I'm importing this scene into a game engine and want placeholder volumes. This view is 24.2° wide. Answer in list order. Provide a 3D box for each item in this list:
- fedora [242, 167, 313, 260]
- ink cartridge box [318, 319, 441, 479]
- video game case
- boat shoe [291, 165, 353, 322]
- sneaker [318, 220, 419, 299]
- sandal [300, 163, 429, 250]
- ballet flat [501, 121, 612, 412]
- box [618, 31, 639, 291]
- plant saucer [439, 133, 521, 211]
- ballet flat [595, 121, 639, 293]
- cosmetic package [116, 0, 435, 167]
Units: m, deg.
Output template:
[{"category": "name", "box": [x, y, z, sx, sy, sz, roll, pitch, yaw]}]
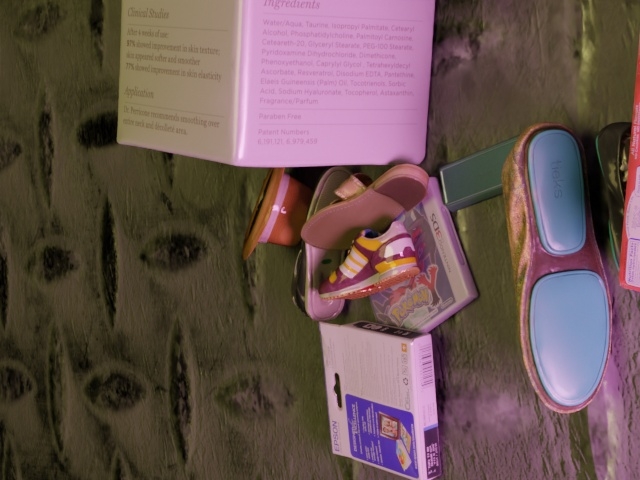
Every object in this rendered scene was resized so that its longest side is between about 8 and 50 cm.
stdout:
[{"category": "fedora", "box": [-0.057, -0.044, 2.260, 0.194, 0.079, 0.194, -161, 90, -84]}, {"category": "ink cartridge box", "box": [0.084, 0.221, 2.113, 0.208, 0.045, 0.206, 8, 107, 51]}, {"category": "video game case", "box": [0.127, 0.038, 2.084, 0.201, 0.023, 0.183, -41, 59, 47]}, {"category": "boat shoe", "box": [0.000, 0.000, 2.210, 0.079, 0.084, 0.233, -149, 64, -61]}, {"category": "sneaker", "box": [0.063, 0.030, 2.098, 0.185, 0.069, 0.084, -22, 76, 43]}, {"category": "sandal", "box": [0.070, -0.064, 2.100, 0.240, 0.088, 0.079, -31, 35, 45]}, {"category": "ballet flat", "box": [0.280, 0.032, 1.810, 0.123, 0.123, 0.348, -9, 85, 54]}, {"category": "box", "box": [0.423, -0.087, 1.562, 0.154, 0.142, 0.300, 12, 101, 54]}, {"category": "plant saucer", "box": [0.221, -0.091, 1.953, 0.192, 0.018, 0.067, -21, 74, 54]}, {"category": "ballet flat", "box": [0.365, -0.043, 1.712, 0.074, 0.074, 0.203, -25, 69, 52]}, {"category": "cosmetic package", "box": [-0.063, -0.313, 2.074, 0.329, 0.327, 0.393, 15, 105, 53]}]
